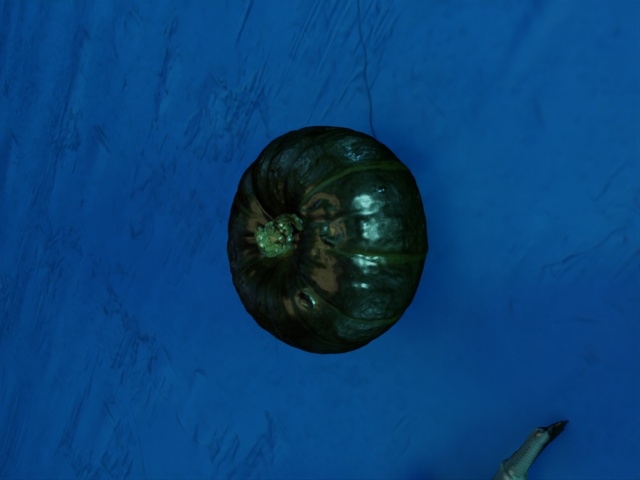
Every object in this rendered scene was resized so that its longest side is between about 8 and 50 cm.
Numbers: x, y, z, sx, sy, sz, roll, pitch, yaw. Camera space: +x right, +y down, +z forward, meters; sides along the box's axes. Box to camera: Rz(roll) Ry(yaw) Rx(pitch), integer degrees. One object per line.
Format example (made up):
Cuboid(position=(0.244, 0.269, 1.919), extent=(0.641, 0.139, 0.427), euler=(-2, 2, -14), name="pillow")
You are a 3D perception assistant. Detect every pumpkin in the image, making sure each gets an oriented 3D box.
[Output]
Cuboid(position=(0.000, 0.000, 0.919), extent=(0.224, 0.157, 0.223), euler=(1, 91, 47), name="pumpkin")

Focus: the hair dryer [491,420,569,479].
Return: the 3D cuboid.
Cuboid(position=(0.164, 0.306, 0.877), extent=(0.267, 0.092, 0.229), euler=(-34, 80, 42), name="hair dryer")
